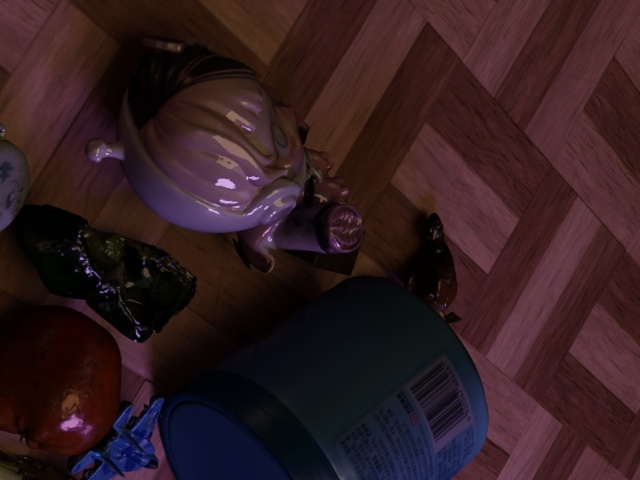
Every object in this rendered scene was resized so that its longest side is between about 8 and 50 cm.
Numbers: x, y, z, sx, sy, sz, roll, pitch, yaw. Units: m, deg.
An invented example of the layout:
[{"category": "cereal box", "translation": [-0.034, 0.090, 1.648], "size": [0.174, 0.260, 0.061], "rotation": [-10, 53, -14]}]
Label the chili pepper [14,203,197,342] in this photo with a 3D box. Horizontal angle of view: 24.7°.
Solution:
[{"category": "chili pepper", "translation": [-0.269, 0.043, 1.803], "size": [0.264, 0.148, 0.116], "rotation": [26, 87, -52]}]

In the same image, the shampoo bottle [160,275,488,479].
[{"category": "shampoo bottle", "translation": [0.013, 0.264, 2.038], "size": [0.343, 0.331, 0.331], "rotation": [-33, 128, -32]}]

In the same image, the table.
[{"category": "table", "translation": [0.000, 0.000, 2.094], "size": [0.083, 0.082, 0.070], "rotation": [14, 97, -47]}]

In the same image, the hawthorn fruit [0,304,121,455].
[{"category": "hawthorn fruit", "translation": [-0.325, 0.169, 1.785], "size": [0.189, 0.189, 0.189], "rotation": [-20, 120, -39]}]

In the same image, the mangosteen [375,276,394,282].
[{"category": "mangosteen", "translation": [0.087, 0.094, 2.231], "size": [0.081, 0.081, 0.081], "rotation": [-20, 120, -39]}]

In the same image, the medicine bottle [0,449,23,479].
[{"category": "medicine bottle", "translation": [-0.465, 0.350, 1.750], "size": [0.124, 0.124, 0.239], "rotation": [35, 84, -47]}]

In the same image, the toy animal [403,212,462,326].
[{"category": "toy animal", "translation": [0.167, 0.061, 2.270], "size": [0.188, 0.089, 0.179], "rotation": [-52, 142, -57]}]

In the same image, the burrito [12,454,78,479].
[{"category": "burrito", "translation": [-0.337, 0.427, 1.914], "size": [0.175, 0.107, 0.347], "rotation": [-8, 110, -26]}]

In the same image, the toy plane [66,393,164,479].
[{"category": "toy plane", "translation": [-0.255, 0.274, 1.934], "size": [0.169, 0.078, 0.246], "rotation": [-49, 171, -4]}]

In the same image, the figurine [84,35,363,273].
[{"category": "figurine", "translation": [-0.108, -0.092, 1.838], "size": [0.211, 0.253, 0.361], "rotation": [-47, 144, 3]}]

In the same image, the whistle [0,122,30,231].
[{"category": "whistle", "translation": [-0.408, -0.017, 1.695], "size": [0.126, 0.067, 0.258], "rotation": [-5, 116, -57]}]
